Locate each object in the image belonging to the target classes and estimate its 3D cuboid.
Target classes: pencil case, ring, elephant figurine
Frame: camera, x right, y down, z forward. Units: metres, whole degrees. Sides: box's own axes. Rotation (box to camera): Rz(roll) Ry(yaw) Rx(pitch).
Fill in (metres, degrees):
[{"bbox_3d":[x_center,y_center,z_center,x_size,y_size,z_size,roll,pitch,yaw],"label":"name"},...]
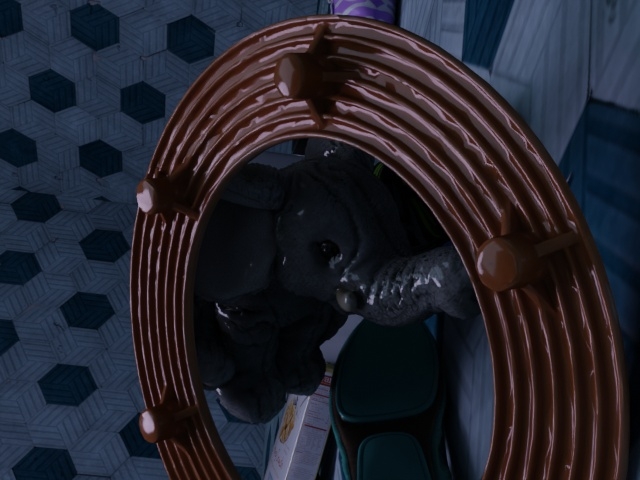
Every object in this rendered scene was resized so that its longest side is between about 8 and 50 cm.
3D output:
[{"bbox_3d":[0.044,-0.222,1.087,0.086,0.088,0.206,127,149,-70],"label":"pencil case"},{"bbox_3d":[-0.009,0.059,0.445,0.337,0.032,0.336,8,101,45],"label":"ring"},{"bbox_3d":[-0.011,-0.003,0.572,0.239,0.186,0.169,-53,14,45],"label":"elephant figurine"}]

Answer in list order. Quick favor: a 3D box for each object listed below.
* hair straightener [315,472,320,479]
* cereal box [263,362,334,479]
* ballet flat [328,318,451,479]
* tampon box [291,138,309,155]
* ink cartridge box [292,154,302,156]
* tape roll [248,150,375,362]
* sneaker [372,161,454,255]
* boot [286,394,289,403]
[{"bbox_3d":[-0.025,0.356,1.316,0.230,0.047,0.089,-109,26,-78],"label":"hair straightener"},{"bbox_3d":[-0.031,0.283,1.244,0.173,0.047,0.240,170,116,-81],"label":"cereal box"},{"bbox_3d":[0.049,0.147,0.606,0.247,0.083,0.087,-88,-8,-58],"label":"ballet flat"},{"bbox_3d":[0.021,-0.180,1.213,0.161,0.102,0.120,152,124,-83],"label":"tampon box"},{"bbox_3d":[0.004,-0.199,1.518,0.148,0.086,0.203,-96,13,-69],"label":"ink cartridge box"},{"bbox_3d":[-0.024,0.020,1.071,0.246,0.169,0.246,-173,90,-86],"label":"tape roll"},{"bbox_3d":[0.068,-0.033,0.602,0.188,0.078,0.067,111,168,-67],"label":"sneaker"},{"bbox_3d":[-0.030,0.198,1.521,0.246,0.084,0.161,94,174,-74],"label":"boot"}]
